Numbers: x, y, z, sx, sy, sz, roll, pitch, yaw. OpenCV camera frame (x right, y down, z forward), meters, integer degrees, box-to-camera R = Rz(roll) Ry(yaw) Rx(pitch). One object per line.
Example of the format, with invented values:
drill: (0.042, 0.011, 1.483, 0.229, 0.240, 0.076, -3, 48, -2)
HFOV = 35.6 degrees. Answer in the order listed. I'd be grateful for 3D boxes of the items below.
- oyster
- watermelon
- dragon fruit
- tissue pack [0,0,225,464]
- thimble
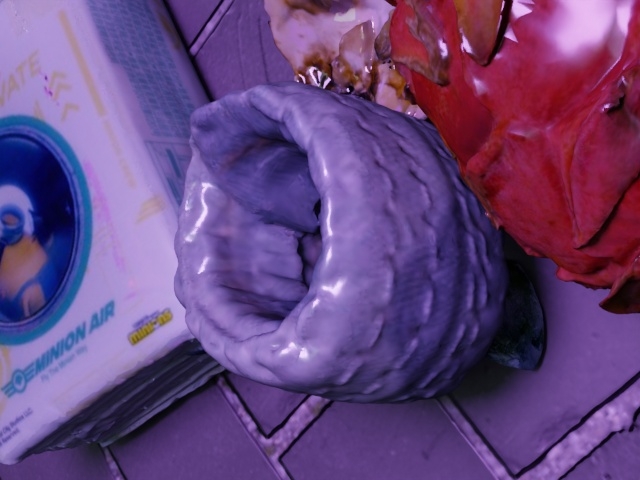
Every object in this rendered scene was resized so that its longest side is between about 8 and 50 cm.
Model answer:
oyster: (0.032, -0.261, 0.779, 0.201, 0.107, 0.355, -6, 101, 49)
watermelon: (0.126, 0.062, 0.732, 0.061, 0.085, 0.085, 150, 115, -74)
dragon fruit: (0.192, -0.101, 0.550, 0.277, 0.277, 0.342, -47, 60, 25)
tissue pack: (-0.219, -0.034, 0.909, 0.287, 0.162, 0.388, -35, 69, 27)
thimble: (0.000, 0.000, 0.692, 0.205, 0.172, 0.250, -60, 41, 24)
